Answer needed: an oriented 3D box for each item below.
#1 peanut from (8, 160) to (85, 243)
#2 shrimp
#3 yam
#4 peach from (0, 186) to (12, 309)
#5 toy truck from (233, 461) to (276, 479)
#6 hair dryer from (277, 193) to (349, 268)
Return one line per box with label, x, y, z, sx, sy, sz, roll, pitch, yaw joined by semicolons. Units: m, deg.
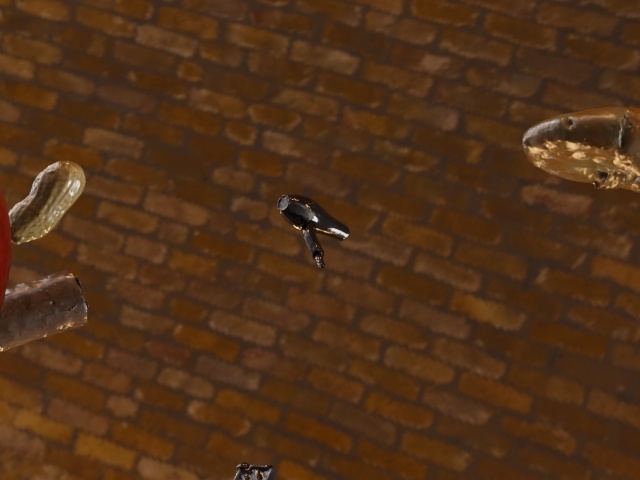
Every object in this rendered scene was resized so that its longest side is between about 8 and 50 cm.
peanut;-0.301;-0.041;1.435;0.054;0.054;0.113;44;-84;9
shrimp;0.243;-0.052;0.911;0.217;0.115;0.051;11;-97;-8
yam;-0.358;0.088;1.656;0.084;0.127;0.084;159;-90;-78
peach;-0.372;0.019;0.831;0.310;0.335;0.406;44;-45;-16
toy truck;-0.061;0.252;1.016;0.092;0.083;0.192;24;-40;6
hair dryer;0.000;0.000;1.151;0.031;0.079;0.083;-41;-138;26
